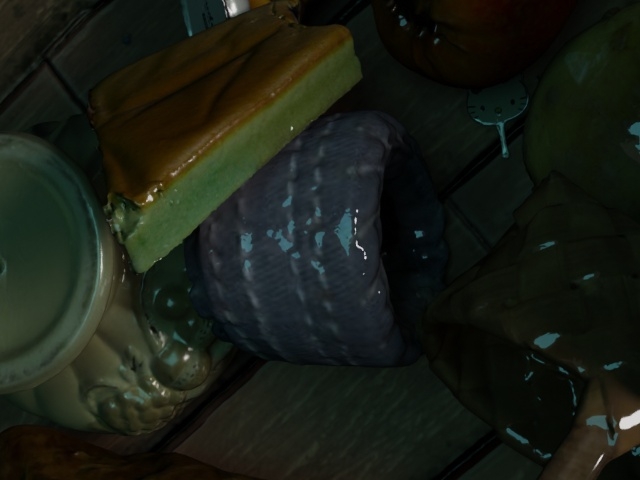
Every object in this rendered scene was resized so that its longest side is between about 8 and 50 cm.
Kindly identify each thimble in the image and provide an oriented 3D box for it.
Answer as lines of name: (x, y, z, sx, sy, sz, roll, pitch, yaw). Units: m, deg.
thimble: (0.000, 0.000, 1.021, 0.172, 0.236, 0.205, -2, 91, 22)

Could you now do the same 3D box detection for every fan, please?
fan: (0.156, -0.112, 1.090, 0.056, 0.004, 0.083, -12, 82, 19)

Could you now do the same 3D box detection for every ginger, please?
ginger: (-0.121, 0.303, 1.081, 0.418, 0.176, 0.254, 3, 95, 23)

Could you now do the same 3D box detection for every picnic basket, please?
picnic basket: (0.190, 0.172, 0.893, 0.337, 0.293, 0.337, -3, 65, 7)

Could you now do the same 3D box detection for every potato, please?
potato: (0.299, -0.089, 0.983, 0.299, 0.116, 0.239, 23, 90, 19)

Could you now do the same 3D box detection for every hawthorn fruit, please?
hawthorn fruit: (0.144, -0.241, 1.026, 0.196, 0.196, 0.225, 42, 70, 18)

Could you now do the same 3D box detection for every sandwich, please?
sandwich: (-0.068, -0.099, 0.936, 0.212, 0.063, 0.245, -25, 33, 1)

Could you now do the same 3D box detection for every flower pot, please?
flower pot: (-0.222, 0.028, 1.099, 0.307, 0.244, 0.308, -1, 87, 21)

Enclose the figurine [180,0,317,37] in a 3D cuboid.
figurine: (-0.040, -0.204, 1.135, 0.141, 0.166, 0.250, -16, 108, -16)
